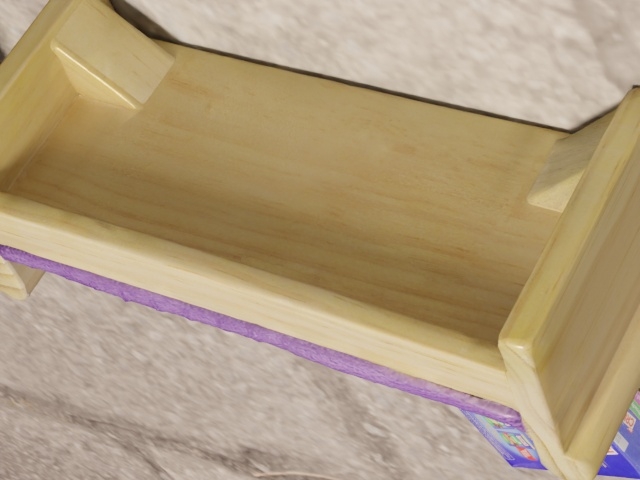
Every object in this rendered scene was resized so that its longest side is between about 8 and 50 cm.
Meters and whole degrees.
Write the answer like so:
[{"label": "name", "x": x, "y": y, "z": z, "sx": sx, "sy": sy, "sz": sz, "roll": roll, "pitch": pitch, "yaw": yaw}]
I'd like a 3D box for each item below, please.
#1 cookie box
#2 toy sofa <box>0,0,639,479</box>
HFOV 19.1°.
[{"label": "cookie box", "x": 0.137, "y": 0.098, "z": 1.121, "sx": 0.107, "sy": 0.040, "sz": 0.092, "roll": 0, "pitch": 141, "yaw": 49}, {"label": "toy sofa", "x": 0.000, "y": 0.000, "z": 0.964, "sx": 0.362, "sy": 0.150, "sz": 0.177, "roll": 16, "pitch": 150, "yaw": 29}]
